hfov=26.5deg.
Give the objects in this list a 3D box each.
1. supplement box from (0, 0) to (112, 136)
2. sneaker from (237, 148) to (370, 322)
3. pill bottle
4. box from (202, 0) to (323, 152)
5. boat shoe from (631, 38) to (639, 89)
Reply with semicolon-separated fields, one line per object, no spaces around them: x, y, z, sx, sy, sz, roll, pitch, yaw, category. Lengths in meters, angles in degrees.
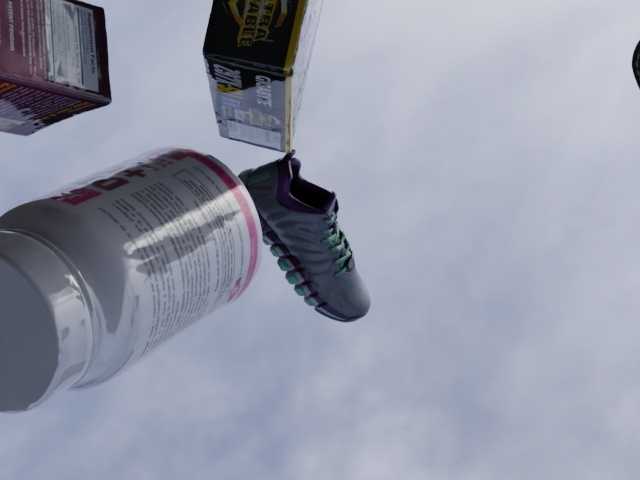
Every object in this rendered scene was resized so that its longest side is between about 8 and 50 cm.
-0.256;-0.139;0.982;0.104;0.188;0.081;-15;-105;37;supplement box
0.000;0.000;1.517;0.098;0.224;0.083;-26;-154;36;sneaker
-0.182;0.028;1.127;0.160;0.160;0.283;-10;-168;30;pill bottle
-0.026;-0.262;1.161;0.079;0.257;0.322;11;-100;2;box
0.215;-0.039;0.646;0.223;0.073;0.080;58;-47;37;boat shoe
